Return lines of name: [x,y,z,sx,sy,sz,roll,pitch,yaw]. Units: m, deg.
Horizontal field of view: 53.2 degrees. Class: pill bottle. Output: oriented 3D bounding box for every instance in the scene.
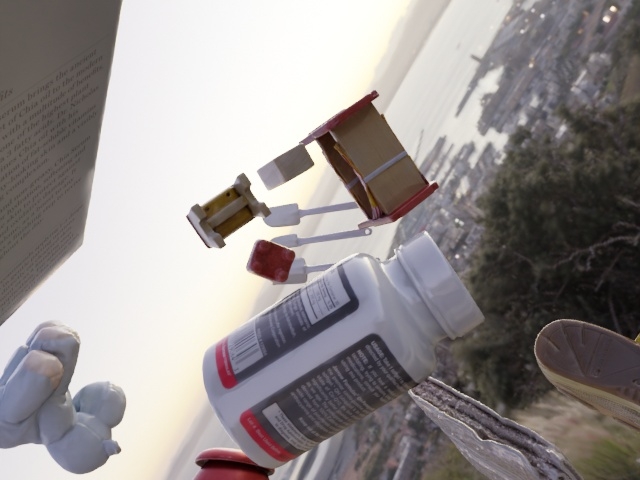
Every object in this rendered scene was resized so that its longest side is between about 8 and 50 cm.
pill bottle: [0.030,0.126,0.786,0.319,0.176,0.176,-33,7,8]

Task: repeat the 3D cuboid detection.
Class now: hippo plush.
hippo plush: [-0.450,0.303,1.128,0.234,0.237,0.294,-36,27,35]

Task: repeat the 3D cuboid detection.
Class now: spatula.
spatula: [0.000,0.000,1.314,0.019,0.242,0.168,0,-97,-76]

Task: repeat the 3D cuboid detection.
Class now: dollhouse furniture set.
dollhouse furniture set: [-0.016,-0.064,1.060,0.374,0.201,0.152,-36,8,-17]

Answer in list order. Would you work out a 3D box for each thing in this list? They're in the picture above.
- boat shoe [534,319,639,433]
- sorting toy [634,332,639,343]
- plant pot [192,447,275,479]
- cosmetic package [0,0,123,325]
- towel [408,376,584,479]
boat shoe: [0.468,0.213,0.877,0.121,0.341,0.110,-51,-38,-19]
sorting toy: [0.700,0.083,1.267,0.307,0.041,0.229,-56,-27,1]
plant pot: [-0.182,0.527,1.309,0.191,0.191,0.174,123,159,-57]
cosmetic package: [-0.310,-0.087,0.523,0.230,0.162,0.453,-58,2,-42]
towel: [0.233,0.275,0.799,0.049,0.187,0.282,-44,20,-13]
